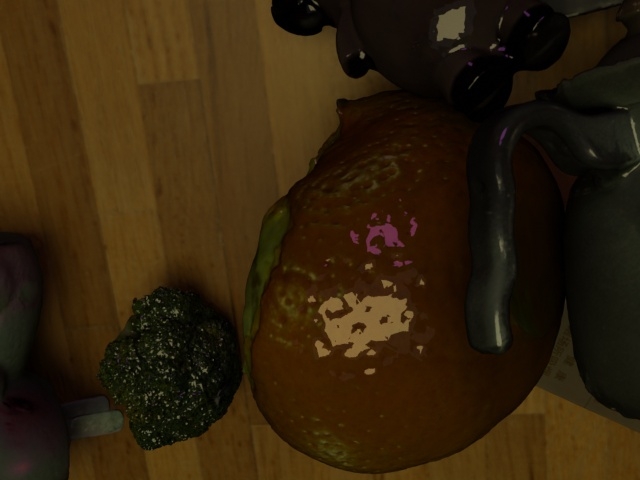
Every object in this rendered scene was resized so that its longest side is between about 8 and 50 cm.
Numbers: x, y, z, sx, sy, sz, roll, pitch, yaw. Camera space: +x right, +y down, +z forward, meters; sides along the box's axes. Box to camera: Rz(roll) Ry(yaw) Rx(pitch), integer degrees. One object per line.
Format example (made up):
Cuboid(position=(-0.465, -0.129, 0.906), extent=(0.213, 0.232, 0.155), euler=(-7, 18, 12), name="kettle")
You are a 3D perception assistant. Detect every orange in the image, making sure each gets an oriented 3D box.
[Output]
Cuboid(position=(0.093, 0.032, 0.688), extent=(0.196, 0.334, 0.262), euler=(8, 125, 28), name="orange")

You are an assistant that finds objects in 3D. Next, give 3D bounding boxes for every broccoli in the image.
Cuboid(position=(-0.147, 0.122, 0.847), extent=(0.138, 0.146, 0.162), euler=(19, 133, 33), name="broccoli")

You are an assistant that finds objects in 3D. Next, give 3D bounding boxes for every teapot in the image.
Cuboid(position=(0.225, -0.028, 0.593), extent=(0.306, 0.223, 0.285), euler=(-16, 93, 2), name="teapot")

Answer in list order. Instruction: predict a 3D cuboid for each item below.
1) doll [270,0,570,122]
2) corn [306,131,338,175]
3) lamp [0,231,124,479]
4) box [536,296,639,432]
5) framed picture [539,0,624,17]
Cuboid(position=(0.070, -0.199, 0.680), extent=(0.182, 0.117, 0.257), euler=(-40, 62, 1), name="doll")
Cuboid(position=(0.000, 0.000, 0.815), extent=(0.080, 0.080, 0.231), euler=(25, 111, -2), name="corn")
Cuboid(position=(-0.326, 0.143, 0.847), extent=(0.248, 0.247, 0.300), euler=(-7, 98, -33), name="lamp")
Cuboid(position=(0.306, 0.106, 0.824), extent=(0.201, 0.058, 0.141), euler=(25, 109, -3), name="box")
Cuboid(position=(0.250, -0.350, 0.638), extent=(0.244, 0.013, 0.323), euler=(-9, 96, 26), name="framed picture")
